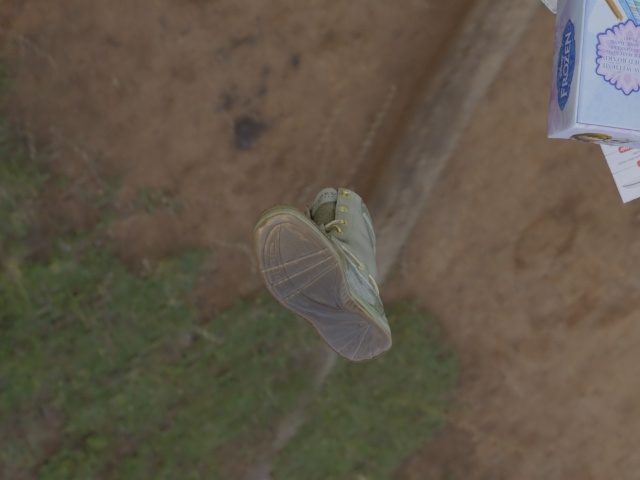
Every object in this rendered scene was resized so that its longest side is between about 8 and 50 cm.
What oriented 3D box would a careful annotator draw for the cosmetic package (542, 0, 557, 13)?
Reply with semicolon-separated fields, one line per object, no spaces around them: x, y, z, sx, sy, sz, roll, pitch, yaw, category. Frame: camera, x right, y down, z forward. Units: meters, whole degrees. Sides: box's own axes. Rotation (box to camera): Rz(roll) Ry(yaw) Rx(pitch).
0.314;-0.394;1.795;0.129;0.153;0.296;-38;-177;38;cosmetic package

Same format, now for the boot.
0.000;0.000;1.897;0.095;0.203;0.262;-25;130;20;boot

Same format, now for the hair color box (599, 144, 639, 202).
0.328;-0.134;1.631;0.093;0.167;0.053;-21;-174;14;hair color box

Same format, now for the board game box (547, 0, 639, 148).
0.363;-0.227;1.348;0.319;0.318;0.066;7;173;-12;board game box
